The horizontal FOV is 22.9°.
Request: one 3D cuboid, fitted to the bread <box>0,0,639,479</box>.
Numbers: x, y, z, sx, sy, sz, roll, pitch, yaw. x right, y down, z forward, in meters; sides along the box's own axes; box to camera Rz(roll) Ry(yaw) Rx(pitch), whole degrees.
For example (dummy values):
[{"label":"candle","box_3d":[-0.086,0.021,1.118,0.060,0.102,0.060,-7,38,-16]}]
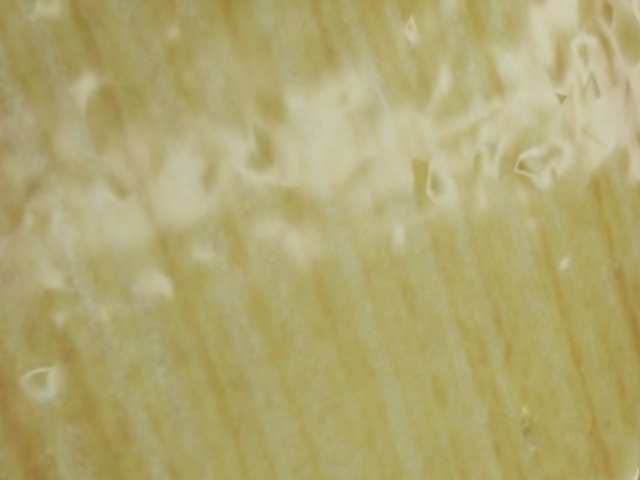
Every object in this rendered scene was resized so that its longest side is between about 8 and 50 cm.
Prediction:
[{"label":"bread","box_3d":[0.000,0.000,0.385,0.267,0.267,0.040,-30,-159,-33]}]
